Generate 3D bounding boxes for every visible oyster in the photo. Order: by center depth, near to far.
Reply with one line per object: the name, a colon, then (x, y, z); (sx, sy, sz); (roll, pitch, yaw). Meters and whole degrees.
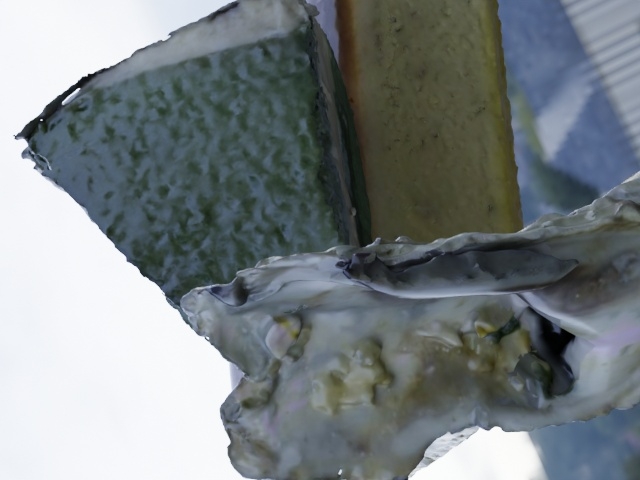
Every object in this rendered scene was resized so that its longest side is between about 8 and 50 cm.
oyster: (0.058, 0.014, 0.532); (0.061, 0.200, 0.106); (-115, 32, -44)

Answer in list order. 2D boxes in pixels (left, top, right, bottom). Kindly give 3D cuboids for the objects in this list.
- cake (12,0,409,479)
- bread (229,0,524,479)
cake: (0.002, 0.005, 1.054); (0.283, 0.172, 0.158); (45, 178, 25)
bread: (0.028, -0.012, 1.323); (0.323, 0.143, 0.333); (125, 143, -65)
